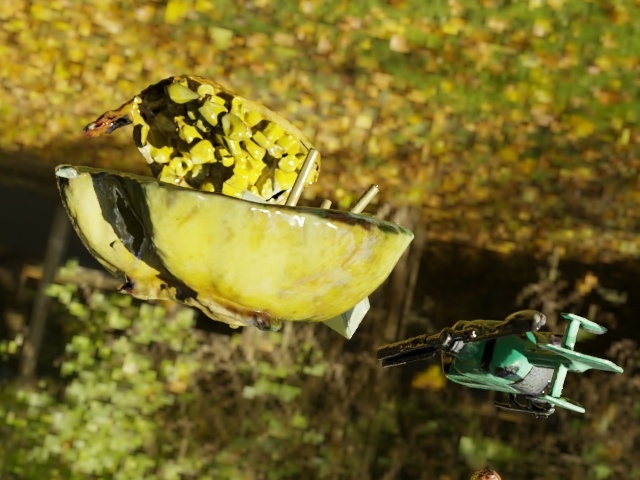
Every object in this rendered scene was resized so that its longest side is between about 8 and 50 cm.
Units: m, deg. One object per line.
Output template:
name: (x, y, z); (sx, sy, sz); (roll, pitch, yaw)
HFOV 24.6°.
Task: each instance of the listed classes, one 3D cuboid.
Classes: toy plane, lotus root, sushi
toy plane: (0.211, 0.129, 1.613); (0.155, 0.106, 0.382); (19, 172, -23)
lotus root: (-0.057, 0.007, 0.837); (0.204, 0.078, 0.183); (11, -179, -14)
sushi: (-0.139, -0.124, 1.827); (0.296, 0.167, 0.179); (36, -153, 16)

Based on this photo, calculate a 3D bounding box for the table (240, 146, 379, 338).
table: (0.000, 0.000, 1.413); (0.121, 0.111, 0.240); (32, 171, 10)

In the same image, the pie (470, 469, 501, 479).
pie: (0.158, 0.298, 1.460); (0.036, 0.154, 0.154); (7, 173, 9)
